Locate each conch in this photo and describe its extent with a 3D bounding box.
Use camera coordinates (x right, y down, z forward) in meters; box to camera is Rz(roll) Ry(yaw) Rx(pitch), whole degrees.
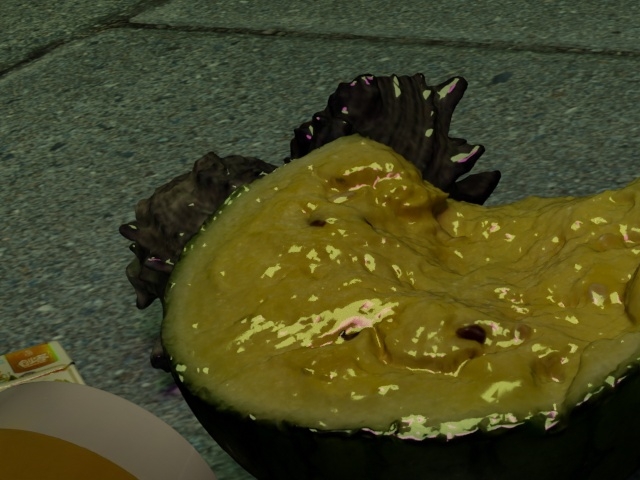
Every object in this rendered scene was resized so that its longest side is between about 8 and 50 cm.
[{"bbox_3d":[-0.008,-0.009,1.294,0.313,0.186,0.241,-35,19,-9],"label":"conch"}]

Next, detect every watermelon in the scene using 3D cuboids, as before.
[{"bbox_3d":[0.085,0.072,1.023,0.331,0.189,0.330,-15,33,10],"label":"watermelon"}]

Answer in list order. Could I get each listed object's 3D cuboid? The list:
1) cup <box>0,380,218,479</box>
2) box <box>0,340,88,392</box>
[{"bbox_3d":[-0.164,0.198,0.800,0.241,0.185,0.226,-29,21,38],"label":"cup"},{"bbox_3d":[-0.205,0.134,1.174,0.122,0.032,0.220,-16,24,-16],"label":"box"}]
